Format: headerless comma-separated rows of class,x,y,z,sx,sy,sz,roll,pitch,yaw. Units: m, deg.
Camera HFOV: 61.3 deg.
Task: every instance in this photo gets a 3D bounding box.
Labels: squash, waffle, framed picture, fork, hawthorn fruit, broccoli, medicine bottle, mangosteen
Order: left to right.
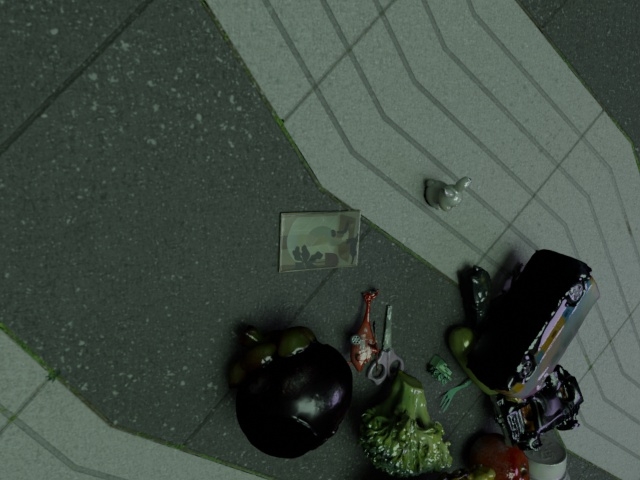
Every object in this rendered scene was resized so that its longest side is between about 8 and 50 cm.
mangosteen,-0.075,0.315,1.156,0.287,0.287,0.233,50,40,-27
framed picture,0.000,0.000,1.230,0.200,0.010,0.136,-3,106,-26
broccoli,0.224,0.463,1.353,0.247,0.288,0.246,15,88,9
waffle,0.277,0.697,1.408,0.379,0.095,0.382,7,137,-40
fork,0.424,0.401,1.541,0.235,0.021,0.039,-36,120,-15
squash,0.428,0.334,1.479,0.083,0.083,0.250,-41,111,-11
hawthorn fruit,0.520,0.656,1.570,0.172,0.173,0.173,-7,106,-24
medicine bottle,0.684,0.771,1.680,0.170,0.170,0.293,-10,109,-24

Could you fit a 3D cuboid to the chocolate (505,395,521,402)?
chocolate,0.536,0.335,1.497,0.085,0.085,0.219,21,66,-29

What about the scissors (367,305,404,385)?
scissors,0.173,0.267,1.380,0.110,0.021,0.212,-5,107,-27

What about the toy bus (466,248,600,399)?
toy bus,0.550,0.229,1.381,0.162,0.171,0.386,37,85,-31

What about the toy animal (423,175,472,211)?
toy animal,0.303,-0.111,1.285,0.071,0.124,0.085,-29,113,-11

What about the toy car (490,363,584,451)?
toy car,0.638,0.482,1.576,0.301,0.118,0.193,-15,82,-26

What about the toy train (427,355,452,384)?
toy train,0.328,0.355,1.472,0.083,0.033,0.053,43,80,-29

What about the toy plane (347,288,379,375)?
toy plane,0.108,0.216,1.293,0.077,0.126,0.194,6,104,1

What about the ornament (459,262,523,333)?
ornament,0.494,0.121,1.469,0.236,0.080,0.202,-23,115,-17
